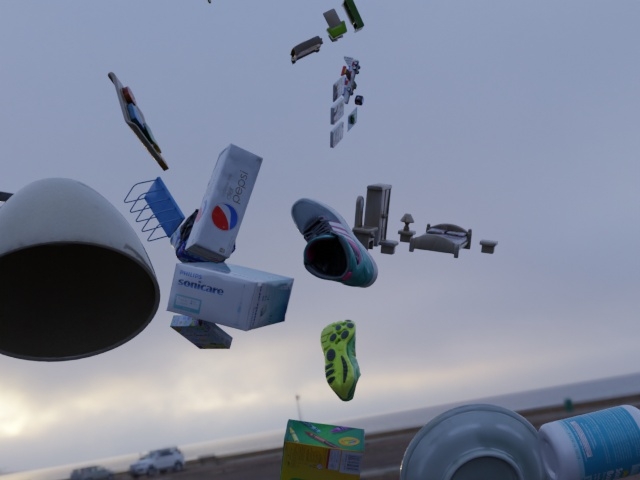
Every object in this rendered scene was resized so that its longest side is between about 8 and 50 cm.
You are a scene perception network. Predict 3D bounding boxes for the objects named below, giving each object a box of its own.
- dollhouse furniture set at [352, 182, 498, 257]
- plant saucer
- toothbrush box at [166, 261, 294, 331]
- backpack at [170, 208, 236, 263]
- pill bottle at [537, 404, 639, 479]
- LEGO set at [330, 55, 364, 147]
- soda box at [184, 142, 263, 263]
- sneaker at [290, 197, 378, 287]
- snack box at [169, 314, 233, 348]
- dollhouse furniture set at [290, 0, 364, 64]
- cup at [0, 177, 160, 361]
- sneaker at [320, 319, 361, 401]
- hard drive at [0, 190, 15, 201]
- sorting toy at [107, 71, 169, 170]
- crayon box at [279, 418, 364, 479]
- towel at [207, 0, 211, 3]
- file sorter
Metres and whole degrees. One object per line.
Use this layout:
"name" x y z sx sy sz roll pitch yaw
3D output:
"dollhouse furniture set" 0.300 -0.053 2.186 0.356 0.173 0.303 8 10 19
"plant saucer" 0.410 0.625 2.030 0.401 0.400 0.100 -9 12 -4
"toothbrush box" -0.218 0.134 1.980 0.217 0.126 0.295 13 1 14
"backpack" -0.340 0.016 2.221 0.158 0.116 0.173 26 -49 -33
"pill bottle" 0.616 0.440 1.692 0.264 0.146 0.146 -12 -12 -5
"LEGO set" 0.060 -0.381 2.123 0.060 0.182 0.244 13 34 18
"soda box" -0.183 -0.070 1.497 0.074 0.216 0.069 24 -21 -21
"sneaker" 0.000 0.000 1.919 0.123 0.295 0.178 -50 -23 14
"snack box" -0.307 0.238 2.035 0.100 0.037 0.141 -5 -34 28
"dollhouse furniture set" 0.001 -0.387 1.446 0.152 0.058 0.076 -27 3 -5
"cup" -0.467 0.026 1.406 0.331 0.236 0.331 -11 -39 -9
"sneaker" 0.059 0.350 2.317 0.110 0.295 0.123 -7 -53 10
"hard drive" -0.714 -0.098 1.657 0.135 0.022 0.094 7 0 9
"sorting toy" -0.543 -0.353 2.409 0.041 0.229 0.307 -27 -29 0
"crayon box" -0.006 0.523 1.662 0.166 0.278 0.081 8 22 1
"towel" -0.303 -0.653 2.031 0.010 0.060 0.083 -11 -10 13
"file sorter" -0.542 -0.097 2.546 0.105 0.170 0.118 -20 -19 -45
